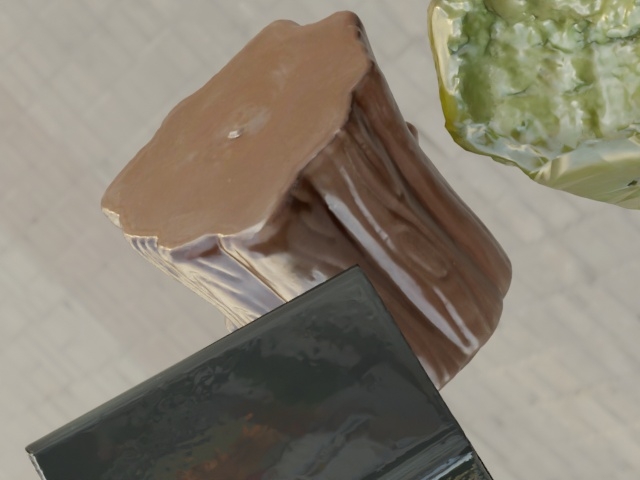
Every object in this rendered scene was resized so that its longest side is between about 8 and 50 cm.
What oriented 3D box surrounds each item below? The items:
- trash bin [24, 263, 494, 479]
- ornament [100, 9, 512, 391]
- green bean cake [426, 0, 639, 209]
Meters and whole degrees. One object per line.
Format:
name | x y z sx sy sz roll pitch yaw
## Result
trash bin | -0.030 0.141 1.153 0.165 0.225 0.115 58 180 35
ornament | 0.000 0.000 1.350 0.221 0.235 0.217 -29 124 19
green bean cake | 0.214 -0.118 1.233 0.236 0.124 0.233 -23 154 40
